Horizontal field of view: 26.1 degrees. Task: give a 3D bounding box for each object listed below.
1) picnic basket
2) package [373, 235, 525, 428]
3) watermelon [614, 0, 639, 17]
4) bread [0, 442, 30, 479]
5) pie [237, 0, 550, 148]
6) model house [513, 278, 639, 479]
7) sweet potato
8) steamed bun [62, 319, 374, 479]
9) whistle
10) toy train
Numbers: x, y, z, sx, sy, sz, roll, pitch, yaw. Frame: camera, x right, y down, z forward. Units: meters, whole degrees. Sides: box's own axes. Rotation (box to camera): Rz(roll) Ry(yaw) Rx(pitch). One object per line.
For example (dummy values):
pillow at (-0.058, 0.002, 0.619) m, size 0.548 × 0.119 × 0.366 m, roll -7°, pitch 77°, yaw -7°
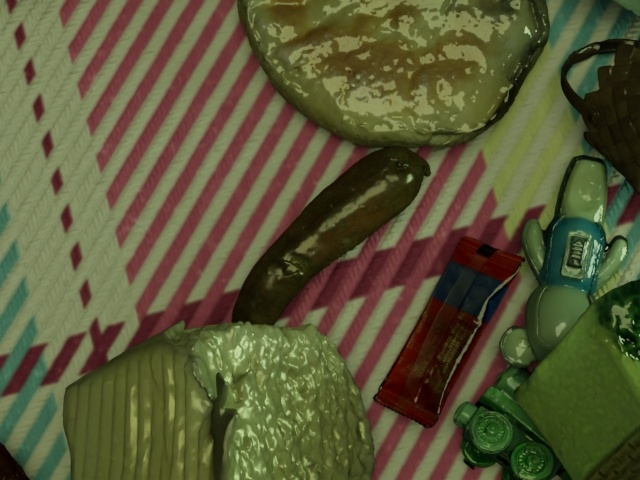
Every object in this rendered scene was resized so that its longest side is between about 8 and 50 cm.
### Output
picnic basket at (0.322, -0.151, 1.411) m, size 0.128 × 0.137 × 0.178 m, roll -14°, pitch 47°, yaw -14°
package at (0.131, 0.091, 1.413) m, size 0.083 × 0.022 × 0.200 m, roll 25°, pitch 81°, yaw 39°
watermelon at (0.442, -0.356, 1.371) m, size 0.387 × 0.258 × 0.228 m, roll -34°, pitch 76°, yaw -10°
bread at (-0.269, 0.344, 1.316) m, size 0.109 × 0.185 × 0.380 m, roll -40°, pitch 83°, yaw 2°
pie at (0.078, -0.241, 1.458) m, size 0.338 × 0.075 × 0.337 m, roll 0°, pitch 86°, yaw -1°
model house at (0.333, 0.165, 1.281) m, size 0.214 × 0.195 × 0.189 m, roll 6°, pitch 47°, yaw -35°
sweet potato at (0.000, 0.000, 1.423) m, size 0.273 × 0.075 × 0.075 m, roll -43°, pitch 83°, yaw -3°
steamed bun at (-0.083, 0.223, 1.321) m, size 0.273 × 0.272 × 0.290 m, roll -9°, pitch 79°, yaw 42°
whistle at (0.254, 0.028, 1.413) m, size 0.114 × 0.077 × 0.235 m, roll 10°, pitch 75°, yaw 7°
toy train at (0.253, 0.227, 1.380) m, size 0.251 × 0.085 × 0.119 m, roll 40°, pitch 70°, yaw 9°
